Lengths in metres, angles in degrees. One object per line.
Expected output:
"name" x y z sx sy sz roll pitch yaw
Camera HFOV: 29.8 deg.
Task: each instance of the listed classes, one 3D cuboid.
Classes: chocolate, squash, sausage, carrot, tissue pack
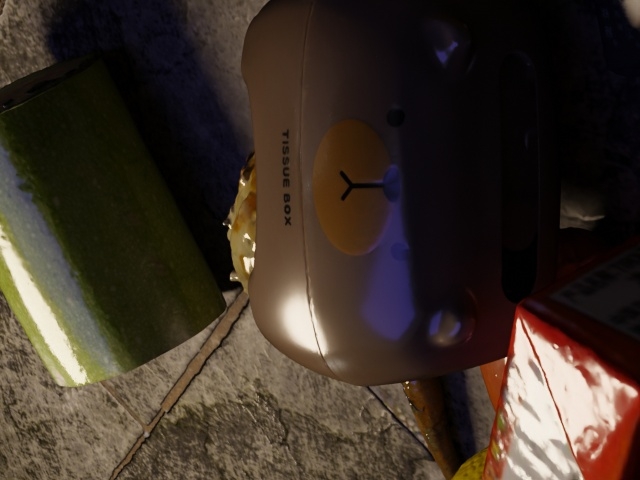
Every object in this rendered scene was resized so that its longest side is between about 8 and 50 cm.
"chocolate" 0.313 0.148 1.090 0.161 0.360 0.341 37 137 36
"squash" -0.321 -0.029 1.584 0.263 0.263 0.384 -11 109 45
"sausage" 0.243 0.097 1.265 0.133 0.133 0.258 32 133 21
"carrot" 0.154 0.254 1.521 0.049 0.049 0.254 1 122 41
"tissue pack" 0.087 -0.060 1.139 0.277 0.267 0.387 7 99 49

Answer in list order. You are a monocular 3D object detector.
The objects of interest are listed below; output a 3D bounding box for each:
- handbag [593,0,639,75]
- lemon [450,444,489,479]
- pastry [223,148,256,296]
"handbag" 0.326 -0.273 0.900 0.275 0.178 0.301 4 120 40
"lemon" 0.238 0.362 1.312 0.268 0.322 0.268 8 141 7
"pastry" 0.006 -0.003 1.380 0.256 0.170 0.236 18 131 26
